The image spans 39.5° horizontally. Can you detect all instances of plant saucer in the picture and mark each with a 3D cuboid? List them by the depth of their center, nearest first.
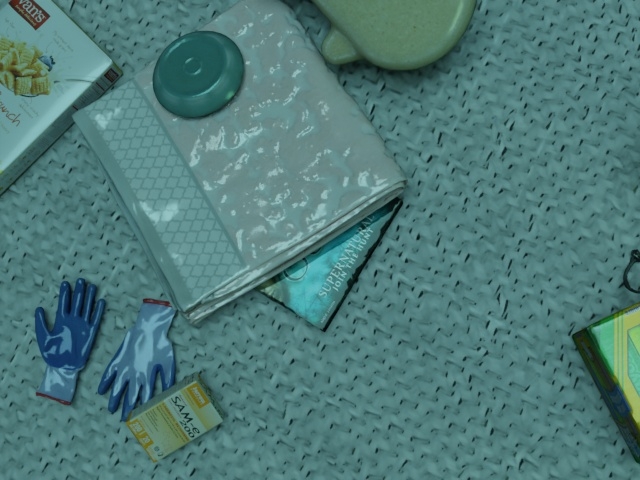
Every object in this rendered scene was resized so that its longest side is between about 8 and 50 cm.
[{"bbox_3d":[-0.154,-0.209,1.090,0.119,0.021,0.119,-4,71,12],"label":"plant saucer"}]

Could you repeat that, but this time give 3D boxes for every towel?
[{"bbox_3d":[-0.109,-0.114,1.092,0.317,0.053,0.332,-33,71,1],"label":"towel"}]

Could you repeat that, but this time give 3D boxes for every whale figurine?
[{"bbox_3d":[0.055,-0.316,1.068,0.271,0.141,0.216,23,110,5],"label":"whale figurine"}]

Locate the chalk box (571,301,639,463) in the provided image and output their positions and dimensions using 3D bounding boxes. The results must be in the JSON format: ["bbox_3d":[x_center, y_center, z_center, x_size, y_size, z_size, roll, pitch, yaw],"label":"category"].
[{"bbox_3d":[0.382,0.165,0.949,0.132,0.132,0.213,-27,77,3],"label":"chalk box"}]

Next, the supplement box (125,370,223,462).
[{"bbox_3d":[-0.172,0.210,1.058,0.098,0.036,0.062,-32,101,2],"label":"supplement box"}]

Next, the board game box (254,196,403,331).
[{"bbox_3d":[0.000,0.000,1.087,0.126,0.026,0.186,30,85,12],"label":"board game box"}]

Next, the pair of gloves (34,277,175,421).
[{"bbox_3d":[-0.268,0.134,1.104,0.198,0.023,0.159,11,80,9],"label":"pair of gloves"}]

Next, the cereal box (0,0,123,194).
[{"bbox_3d":[-0.403,-0.198,1.169,0.173,0.047,0.240,43,88,13],"label":"cereal box"}]

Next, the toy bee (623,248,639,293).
[{"bbox_3d":[0.440,-0.090,0.955,0.298,0.195,0.162,-46,117,-15],"label":"toy bee"}]
